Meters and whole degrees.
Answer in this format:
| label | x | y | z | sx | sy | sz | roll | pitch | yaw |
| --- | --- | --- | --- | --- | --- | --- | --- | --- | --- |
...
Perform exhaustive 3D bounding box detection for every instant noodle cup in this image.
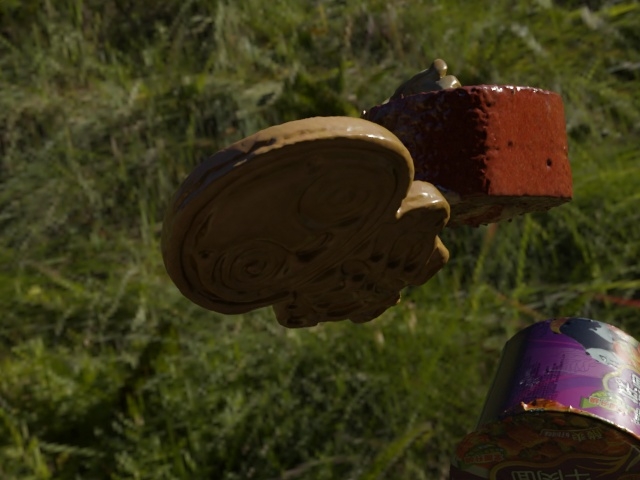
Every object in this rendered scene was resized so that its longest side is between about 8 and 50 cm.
| label | x | y | z | sx | sy | sz | roll | pitch | yaw |
| --- | --- | --- | --- | --- | --- | --- | --- | --- | --- |
| instant noodle cup | 0.288 | 0.220 | 1.382 | 0.251 | 0.251 | 0.190 | -20 | 29 | 30 |

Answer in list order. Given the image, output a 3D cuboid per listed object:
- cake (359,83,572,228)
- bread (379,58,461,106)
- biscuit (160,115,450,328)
| label | x | y | z | sx | sy | sz | roll | pitch | yaw |
| --- | --- | --- | --- | --- | --- | --- | --- | --- | --- |
| cake | 0.173 | -0.091 | 1.353 | 0.283 | 0.150 | 0.177 | 1 | -4 | -41 |
| bread | 0.175 | -0.163 | 1.750 | 0.081 | 0.225 | 0.134 | 19 | -54 | -43 |
| biscuit | 0.000 | 0.001 | 0.928 | 0.202 | 0.044 | 0.289 | -36 | -36 | 13 |
